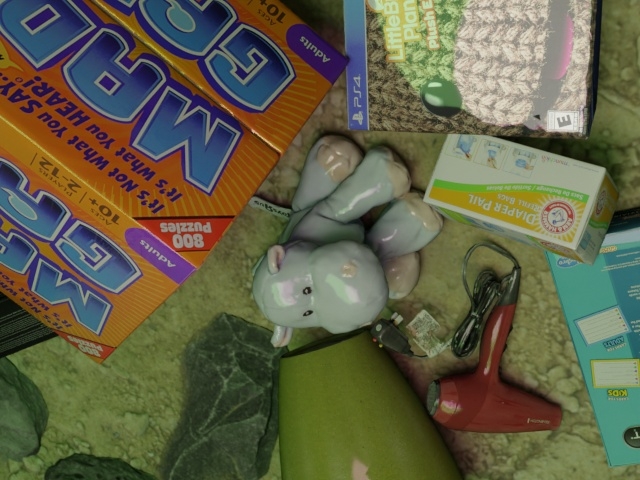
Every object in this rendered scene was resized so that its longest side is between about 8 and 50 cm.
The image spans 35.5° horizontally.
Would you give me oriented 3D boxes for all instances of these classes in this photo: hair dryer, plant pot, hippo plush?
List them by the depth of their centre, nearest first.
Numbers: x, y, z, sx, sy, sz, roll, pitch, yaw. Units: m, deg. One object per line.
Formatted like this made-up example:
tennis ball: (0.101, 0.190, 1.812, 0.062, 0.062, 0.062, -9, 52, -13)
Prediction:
hippo plush: (0.000, 0.000, 1.317, 0.294, 0.236, 0.234, 6, 114, 17)
hair dryer: (0.234, 0.170, 1.383, 0.223, 0.080, 0.293, -36, 108, 12)
plant pot: (0.050, 0.286, 1.434, 0.274, 0.275, 0.294, -19, 89, 25)

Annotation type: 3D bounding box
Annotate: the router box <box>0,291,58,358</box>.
router box: (-0.422, 0.086, 1.501, 0.308, 0.243, 0.081, -21, 104, 26)

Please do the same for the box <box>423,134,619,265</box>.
box: (0.249, -0.055, 1.232, 0.203, 0.114, 0.103, 20, 87, 26)

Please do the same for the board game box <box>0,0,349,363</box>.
board game box: (-0.256, -0.136, 1.195, 0.356, 0.356, 0.356, 39, 145, -9)

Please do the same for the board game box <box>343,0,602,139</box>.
board game box: (0.185, -0.255, 1.198, 0.291, 0.141, 0.232, 4, 113, 18)

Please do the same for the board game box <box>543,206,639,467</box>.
board game box: (0.460, 0.119, 1.296, 0.253, 0.079, 0.336, -13, 107, 24)
